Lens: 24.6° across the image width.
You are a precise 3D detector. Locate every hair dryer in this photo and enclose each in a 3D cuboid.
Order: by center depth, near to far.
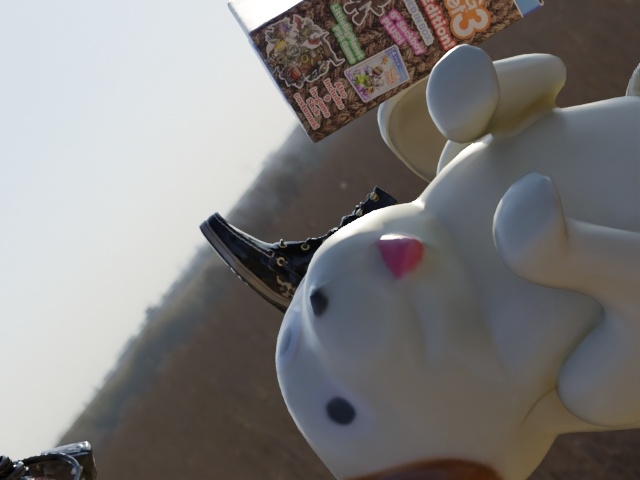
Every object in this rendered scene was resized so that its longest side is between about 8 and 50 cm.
[{"bbox_3d":[-0.331,0.170,1.197,0.223,0.294,0.080,96,173,-83],"label":"hair dryer"}]

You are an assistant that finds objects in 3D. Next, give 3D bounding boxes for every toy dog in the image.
[{"bbox_3d":[0.163,0.027,0.985,0.408,0.284,0.395,-22,-30,-4],"label":"toy dog"}]

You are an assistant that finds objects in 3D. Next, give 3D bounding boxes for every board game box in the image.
[{"bbox_3d":[0.063,-0.265,1.639,0.291,0.141,0.232,-31,20,1],"label":"board game box"}]

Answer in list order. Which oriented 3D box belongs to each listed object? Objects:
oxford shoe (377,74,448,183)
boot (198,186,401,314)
[{"bbox_3d":[0.268,-0.087,1.941,0.169,0.449,0.130,-51,30,15],"label":"oxford shoe"},{"bbox_3d":[0.001,0.000,1.653,0.178,0.236,0.085,-51,4,3],"label":"boot"}]
